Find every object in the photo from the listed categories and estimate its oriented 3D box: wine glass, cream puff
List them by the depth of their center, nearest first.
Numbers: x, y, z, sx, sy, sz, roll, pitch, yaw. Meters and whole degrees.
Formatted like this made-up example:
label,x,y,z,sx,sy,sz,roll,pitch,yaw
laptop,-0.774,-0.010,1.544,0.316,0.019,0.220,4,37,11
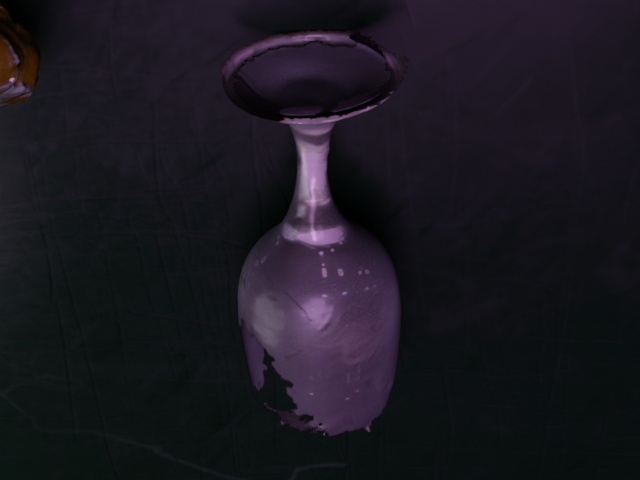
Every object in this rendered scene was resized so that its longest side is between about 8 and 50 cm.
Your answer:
label,x,y,z,sx,sy,sz,roll,pitch,yaw
cream puff,-0.284,-0.150,1.209,0.121,0.156,0.156,-33,119,-14
wine glass,0.000,0.000,1.280,0.143,0.143,0.321,-1,121,3
